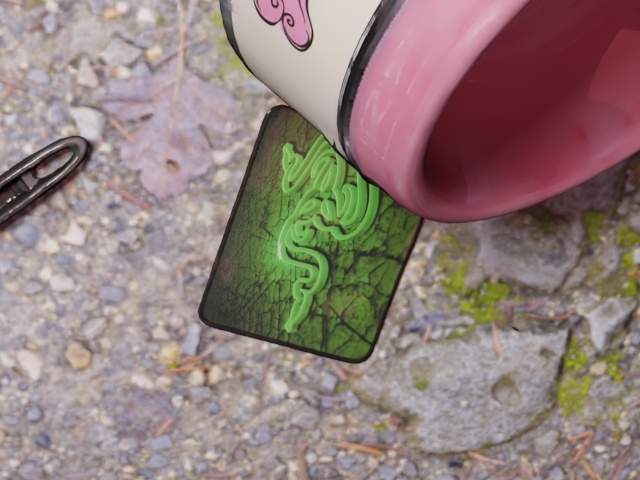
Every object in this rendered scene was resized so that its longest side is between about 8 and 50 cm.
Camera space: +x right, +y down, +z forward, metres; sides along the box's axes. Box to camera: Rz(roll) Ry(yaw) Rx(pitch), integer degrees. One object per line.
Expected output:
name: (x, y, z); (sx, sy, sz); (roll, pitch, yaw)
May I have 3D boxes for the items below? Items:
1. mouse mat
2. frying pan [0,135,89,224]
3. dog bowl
mouse mat: (0.000, 0.000, 0.869); (0.153, 0.007, 0.189); (16, 103, -16)
frying pan: (-0.308, 0.055, 0.801); (0.326, 0.053, 0.197); (-13, 111, -4)
dog bowl: (0.154, -0.167, 0.637); (0.408, 0.408, 0.150); (-31, 68, -1)
